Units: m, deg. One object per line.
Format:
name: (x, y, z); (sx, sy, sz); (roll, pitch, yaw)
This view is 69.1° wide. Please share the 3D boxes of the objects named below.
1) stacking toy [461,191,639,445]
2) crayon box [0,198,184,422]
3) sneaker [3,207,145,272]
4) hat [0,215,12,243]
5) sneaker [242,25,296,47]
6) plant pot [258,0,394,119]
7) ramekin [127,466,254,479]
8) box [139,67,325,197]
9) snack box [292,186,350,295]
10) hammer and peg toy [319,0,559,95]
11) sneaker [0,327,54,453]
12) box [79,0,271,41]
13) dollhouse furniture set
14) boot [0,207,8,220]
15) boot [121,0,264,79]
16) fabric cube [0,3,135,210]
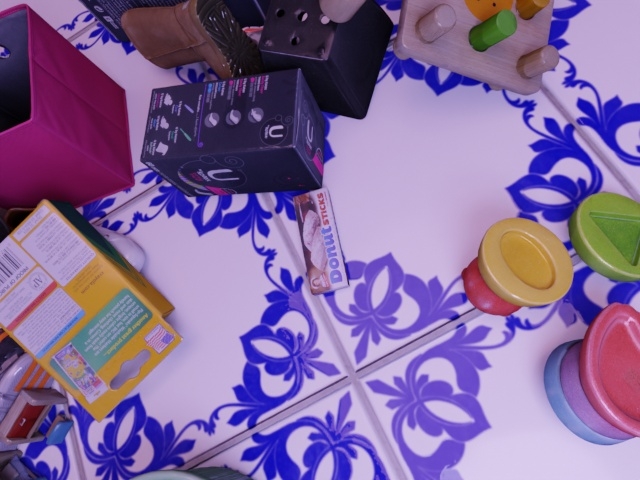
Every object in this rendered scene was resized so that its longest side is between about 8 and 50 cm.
stacking toy: (0.367, 0.095, 0.635); (0.279, 0.130, 0.309); (-25, 69, -20)
crayon box: (-0.406, 0.116, 0.795); (0.203, 0.083, 0.323); (-44, 91, 0)
sneaker: (-0.472, 0.007, 0.870); (0.289, 0.123, 0.106); (15, 76, 18)
hat: (-0.694, 0.030, 0.806); (0.330, 0.331, 0.134); (-6, 45, 14)
sneaker: (-0.119, -0.382, 0.919); (0.157, 0.061, 0.065); (-19, 76, 11)
plant pot: (-0.003, -0.340, 0.794); (0.188, 0.167, 0.188); (18, 90, 20)
ramekin: (-0.177, 0.465, 0.630); (0.303, 0.148, 0.304); (-5, 73, 15)
box: (-0.141, -0.173, 0.803); (0.270, 0.165, 0.144); (-2, 73, 16)
snack box: (0.000, 0.000, 0.787); (0.064, 0.022, 0.178); (-15, 70, 10)
hammer and peg toy: (0.196, -0.388, 0.680); (0.360, 0.127, 0.266); (11, 88, -19)
sneaker: (-0.627, 0.307, 0.837); (0.180, 0.125, 0.321); (23, 71, 25)
box: (-0.279, -0.601, 0.947); (0.395, 0.212, 0.294); (6, 75, 19)
dollhouse furniture set: (-0.496, 0.362, 0.764); (0.129, 0.129, 0.184); (26, 82, 21)
boot: (-0.758, 0.003, 0.968); (0.295, 0.104, 0.211); (22, 86, 30)
boot: (-0.239, -0.361, 0.910); (0.269, 0.236, 0.089); (13, 56, 42)
fabric cube: (-0.549, -0.223, 0.888); (0.253, 0.258, 0.259); (-19, 70, 11)
